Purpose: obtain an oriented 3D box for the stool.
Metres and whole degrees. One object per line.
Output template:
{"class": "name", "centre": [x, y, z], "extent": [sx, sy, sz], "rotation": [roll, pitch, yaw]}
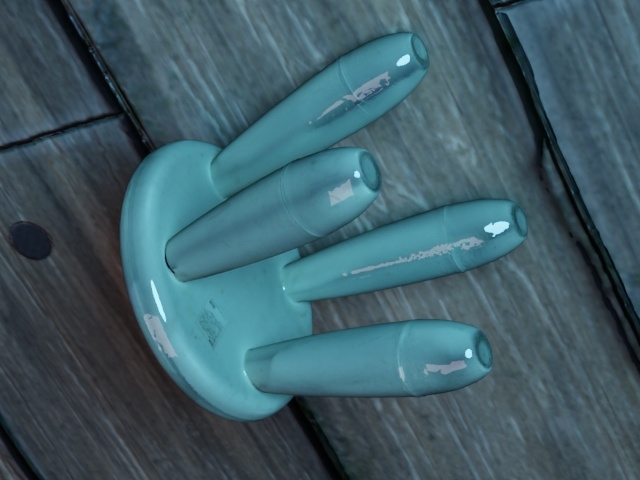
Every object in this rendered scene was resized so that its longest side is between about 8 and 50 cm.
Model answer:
{"class": "stool", "centre": [0.000, 0.000, 1.091], "extent": [0.198, 0.195, 0.195], "rotation": [-21, 116, 30]}
